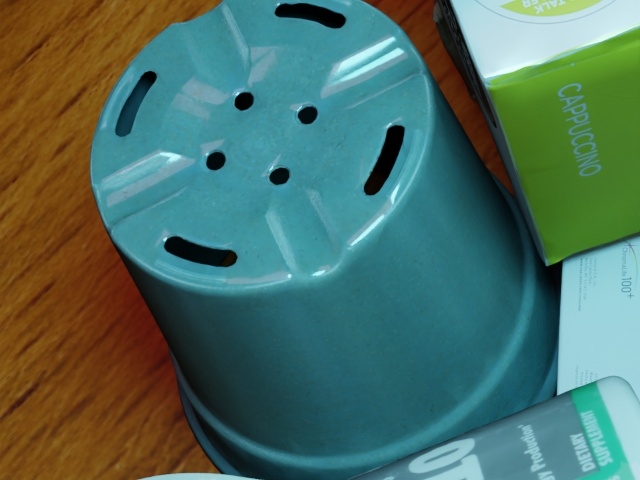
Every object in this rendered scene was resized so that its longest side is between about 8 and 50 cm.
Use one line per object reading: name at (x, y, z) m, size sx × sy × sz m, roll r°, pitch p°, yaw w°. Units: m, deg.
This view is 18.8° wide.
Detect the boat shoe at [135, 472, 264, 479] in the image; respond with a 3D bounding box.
boat shoe at (-0.039, 0.242, 1.485) m, size 0.305 × 0.109 × 0.091 m, roll 0°, pitch 57°, yaw 13°

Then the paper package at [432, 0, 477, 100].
paper package at (0.239, -0.319, 1.676) m, size 0.325 × 0.168 × 0.309 m, roll -16°, pitch 59°, yaw 9°

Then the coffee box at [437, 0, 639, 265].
coffee box at (0.239, -0.231, 1.347) m, size 0.338 × 0.337 × 0.334 m, roll -20°, pitch 67°, yaw 5°

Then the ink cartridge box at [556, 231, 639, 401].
ink cartridge box at (0.328, 0.023, 1.477) m, size 0.272 × 0.130 × 0.309 m, roll -2°, pitch 62°, yaw 17°

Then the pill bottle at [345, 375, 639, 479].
pill bottle at (0.078, 0.247, 1.311) m, size 0.361 × 0.204 × 0.204 m, roll -23°, pitch 58°, yaw 6°

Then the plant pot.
plant pot at (0.000, 0.000, 1.475) m, size 0.341 × 0.334 × 0.341 m, roll -7°, pitch 60°, yaw 13°
